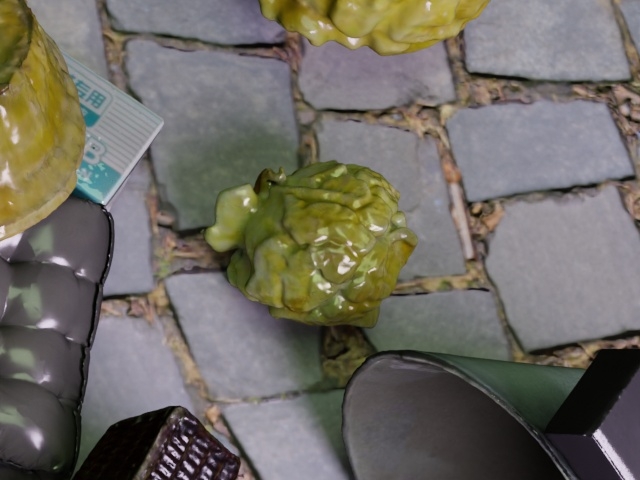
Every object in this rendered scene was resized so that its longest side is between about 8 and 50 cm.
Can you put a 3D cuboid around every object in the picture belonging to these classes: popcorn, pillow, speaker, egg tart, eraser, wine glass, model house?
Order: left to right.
[{"bbox_3d":[-0.319,0.040,1.405,0.326,0.101,0.228,12,67,-11],"label":"pillow"},{"bbox_3d":[-0.296,-0.117,1.380,0.290,0.115,0.290,11,49,-13],"label":"egg tart"},{"bbox_3d":[-0.240,-0.112,1.521,0.225,0.052,0.095,33,63,-1],"label":"eraser"},{"bbox_3d":[-0.129,0.196,1.367,0.106,0.152,0.165,27,60,2],"label":"model house"},{"bbox_3d":[0.000,0.000,1.503,0.141,0.135,0.162,-45,98,-7],"label":"popcorn"},{"bbox_3d":[0.039,-0.265,1.599,0.249,0.225,0.249,28,36,-23],"label":"popcorn"},{"bbox_3d":[0.248,0.111,1.481,0.406,0.267,0.267,-30,79,-32],"label":"wine glass"},{"bbox_3d":[0.236,0.176,1.283,0.082,0.044,0.218,-49,115,-31],"label":"speaker"}]
